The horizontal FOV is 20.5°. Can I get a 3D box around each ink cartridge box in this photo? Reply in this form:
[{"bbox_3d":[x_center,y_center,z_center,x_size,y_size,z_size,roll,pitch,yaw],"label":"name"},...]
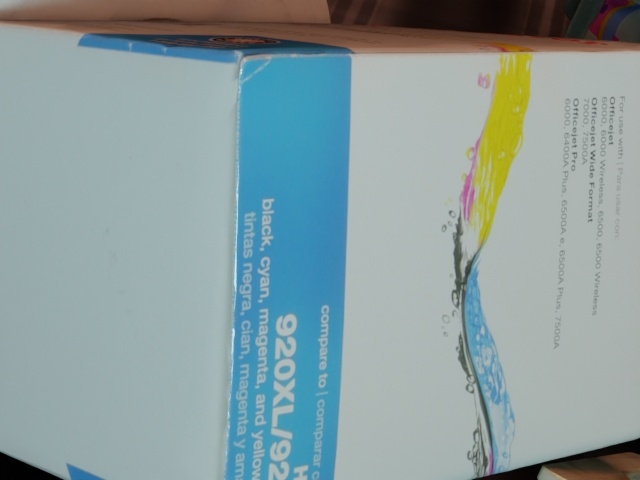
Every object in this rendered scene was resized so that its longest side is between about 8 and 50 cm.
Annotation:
[{"bbox_3d":[0.000,0.000,0.703,0.233,0.168,0.171,-6,12,-42],"label":"ink cartridge box"}]

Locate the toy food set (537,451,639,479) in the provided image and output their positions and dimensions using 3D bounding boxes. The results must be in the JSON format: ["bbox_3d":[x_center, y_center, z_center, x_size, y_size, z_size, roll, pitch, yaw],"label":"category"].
[{"bbox_3d":[0.185,0.167,0.716,0.218,0.071,0.128,28,10,20],"label":"toy food set"}]

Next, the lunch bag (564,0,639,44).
[{"bbox_3d":[0.219,-0.037,0.860,0.223,0.262,0.160,7,32,-9],"label":"lunch bag"}]

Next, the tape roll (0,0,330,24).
[{"bbox_3d":[-0.139,-0.080,0.814,0.246,0.246,0.169,-15,40,-38],"label":"tape roll"}]
